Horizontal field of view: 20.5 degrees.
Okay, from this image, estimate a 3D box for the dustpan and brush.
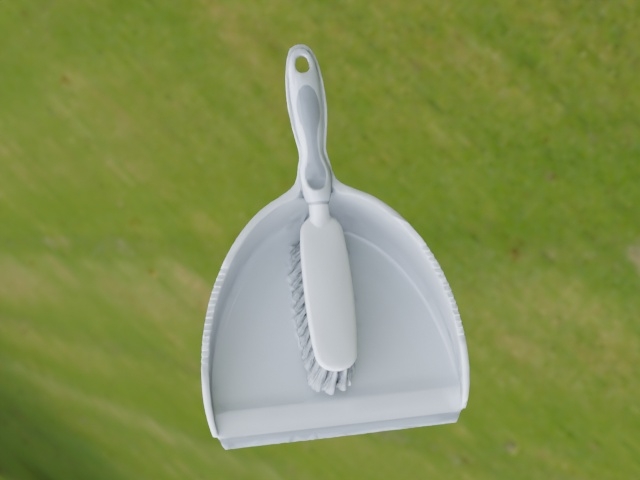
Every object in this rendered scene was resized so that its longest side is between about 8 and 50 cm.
[{"bbox_3d":[0.000,0.000,0.972,0.060,0.147,0.211,101,162,-78],"label":"dustpan and brush"}]
